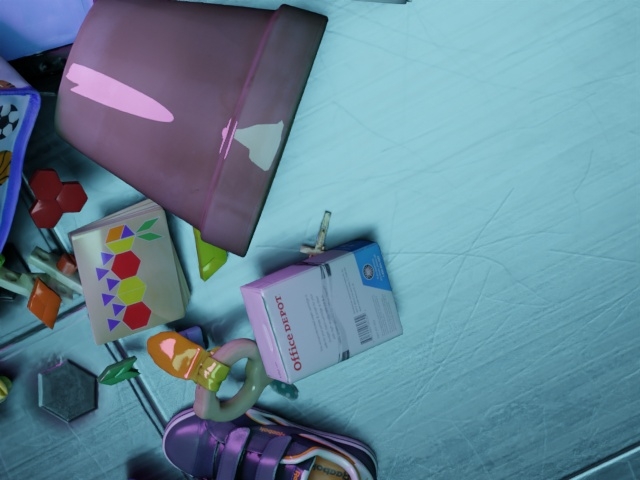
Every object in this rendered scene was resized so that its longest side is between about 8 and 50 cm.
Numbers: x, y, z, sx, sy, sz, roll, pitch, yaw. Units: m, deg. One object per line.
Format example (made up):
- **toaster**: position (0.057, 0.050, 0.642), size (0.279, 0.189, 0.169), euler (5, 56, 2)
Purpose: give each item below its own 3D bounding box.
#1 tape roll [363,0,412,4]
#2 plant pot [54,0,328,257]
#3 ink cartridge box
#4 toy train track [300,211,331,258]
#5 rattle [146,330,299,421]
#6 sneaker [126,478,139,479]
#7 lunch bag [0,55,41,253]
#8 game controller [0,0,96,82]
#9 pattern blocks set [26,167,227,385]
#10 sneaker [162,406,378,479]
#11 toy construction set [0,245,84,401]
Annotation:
- **tape roll**: position (-0.024, -0.358, 1.502), size (0.286, 0.286, 0.100), euler (6, 102, 0)
- **plant pot**: position (-0.172, -0.173, 1.528), size (0.280, 0.323, 0.323), euler (18, 102, -2)
- **ink cartridge box**: position (0.003, 0.096, 1.663), size (0.190, 0.082, 0.140), euler (-21, 102, -23)
- **toy train track**: position (0.000, 0.000, 1.717), size (0.048, 0.014, 0.083), euler (15, 95, -2)
- **rattle**: position (-0.127, 0.179, 1.726), size (0.142, 0.199, 0.130), euler (8, 106, 40)
- **sneaker**: position (-0.166, 0.423, 1.777), size (0.296, 0.112, 0.131), euler (40, 93, -16)
- **lunch bag**: position (-0.550, -0.091, 1.523), size (0.239, 0.328, 0.385), euler (-10, 132, -39)
- **game controller**: position (-0.388, -0.303, 1.634), size (0.319, 0.067, 0.166), euler (-15, 102, 4)
- **pattern blocks set**: position (-0.265, 0.041, 1.667), size (0.285, 0.026, 0.325), euler (-9, 111, -25)
- **sneaker**: position (-0.075, 0.319, 1.733), size (0.321, 0.127, 0.126), euler (9, 104, 1)
- **toy construction set**: position (-0.473, 0.131, 1.687), size (0.215, 0.151, 0.328), euler (39, 97, 6)
